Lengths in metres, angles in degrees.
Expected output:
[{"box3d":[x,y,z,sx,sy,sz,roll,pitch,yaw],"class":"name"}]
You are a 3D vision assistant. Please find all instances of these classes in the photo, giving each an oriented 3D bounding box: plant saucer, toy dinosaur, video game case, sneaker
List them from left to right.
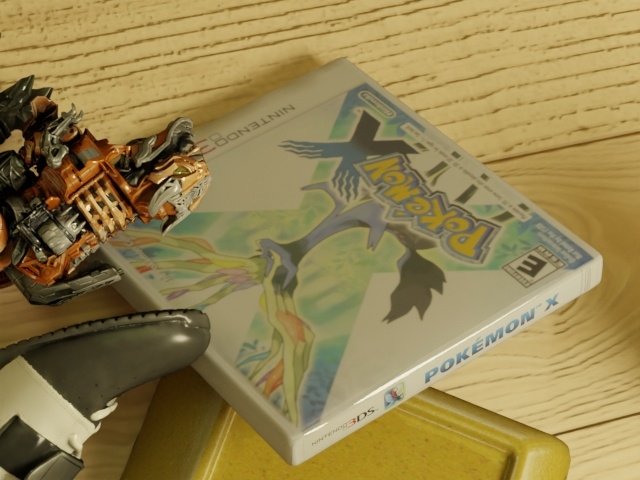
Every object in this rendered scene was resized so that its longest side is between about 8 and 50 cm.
[{"box3d":[-0.252,-0.041,1.433,0.322,0.164,0.218,-10,65,-17],"class":"toy dinosaur"},{"box3d":[-0.218,0.151,1.353,0.330,0.122,0.146,-22,83,3],"class":"sneaker"},{"box3d":[0.000,0.000,1.478,0.300,0.036,0.329,-29,49,-25],"class":"video game case"},{"box3d":[0.010,0.223,1.412,0.332,0.081,0.333,21,61,-2],"class":"plant saucer"}]
